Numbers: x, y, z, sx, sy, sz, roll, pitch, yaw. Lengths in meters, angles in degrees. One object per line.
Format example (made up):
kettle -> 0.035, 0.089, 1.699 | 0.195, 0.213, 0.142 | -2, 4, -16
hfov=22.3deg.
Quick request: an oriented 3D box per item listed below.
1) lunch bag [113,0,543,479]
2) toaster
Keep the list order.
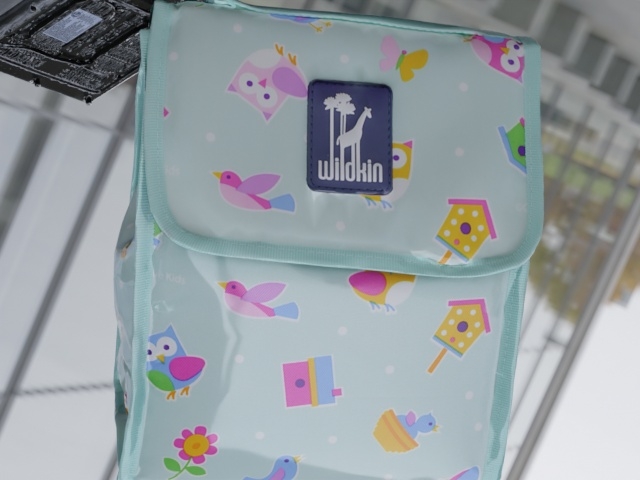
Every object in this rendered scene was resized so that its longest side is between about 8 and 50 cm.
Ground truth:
lunch bag -> 0.000, 0.000, 0.895 | 0.223, 0.262, 0.160 | 4, -158, -10
toaster -> -0.187, -0.208, 1.320 | 0.168, 0.185, 0.110 | 15, -128, -56
